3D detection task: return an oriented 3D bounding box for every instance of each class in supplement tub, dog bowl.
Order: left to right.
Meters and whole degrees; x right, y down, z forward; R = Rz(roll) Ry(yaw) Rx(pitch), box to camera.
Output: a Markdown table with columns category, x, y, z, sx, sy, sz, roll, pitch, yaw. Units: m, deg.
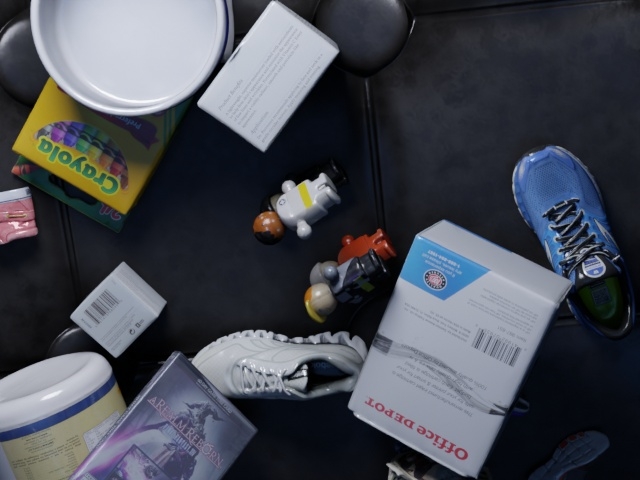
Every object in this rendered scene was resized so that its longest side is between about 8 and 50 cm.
| category | x | y | z | sx | sy | sz | roll | pitch | yaw |
| --- | --- | --- | --- | --- | --- | --- | --- | --- | --- |
| supplement tub | -0.391 | 0.358 | 1.588 | 0.228 | 0.228 | 0.316 | -17 | 102 | 5 |
| dog bowl | -0.261 | -0.307 | 1.417 | 0.265 | 0.104 | 0.265 | 0 | 100 | 0 |

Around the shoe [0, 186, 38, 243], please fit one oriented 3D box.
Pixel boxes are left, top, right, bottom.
| category | x | y | z | sx | sy | sz | roll | pitch | yaw |
| --- | --- | --- | --- | --- | --- | --- | --- | --- | --- |
| shoe | -0.535 | -0.028 | 1.587 | 0.178 | 0.063 | 0.081 | -11 | 97 | 0 |

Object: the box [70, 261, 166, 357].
| category | x | y | z | sx | sy | sz | roll | pitch | yaw |
| --- | --- | --- | --- | --- | --- | --- | --- | --- | --- |
| box | -0.318 | 0.109 | 1.601 | 0.102 | 0.087 | 0.101 | 44 | 100 | -9 |

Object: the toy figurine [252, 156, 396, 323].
| category | x | y | z | sx | sy | sz | roll | pitch | yaw |
| --- | --- | --- | --- | --- | --- | --- | --- | --- | --- |
| toy figurine | 0.000 | 0.000 | 1.508 | 0.148 | 0.209 | 0.213 | -32 | 99 | 14 |

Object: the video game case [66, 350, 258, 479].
| category | x | y | z | sx | sy | sz | roll | pitch | yaw |
| --- | --- | --- | --- | --- | --- | --- | --- | --- | --- |
| video game case | -0.240 | 0.335 | 1.537 | 0.196 | 0.026 | 0.274 | 50 | 65 | -24 |

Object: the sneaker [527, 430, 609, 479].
| category | x | y | z | sx | sy | sz | roll | pitch | yaw |
| --- | --- | --- | --- | --- | --- | --- | --- | --- | --- |
| sneaker | 0.414 | 0.375 | 1.669 | 0.158 | 0.061 | 0.065 | -39 | 126 | 10 |

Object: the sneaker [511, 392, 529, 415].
| category | x | y | z | sx | sy | sz | roll | pitch | yaw |
| --- | --- | --- | --- | --- | --- | --- | --- | --- | --- |
| sneaker | 0.253 | 0.268 | 1.646 | 0.170 | 0.068 | 0.071 | 2 | 118 | 10 |

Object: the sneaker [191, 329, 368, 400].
| category | x | y | z | sx | sy | sz | roll | pitch | yaw |
| --- | --- | --- | --- | --- | --- | --- | --- | --- | --- |
| sneaker | -0.069 | 0.205 | 1.603 | 0.292 | 0.118 | 0.110 | -6 | 104 | 4 |

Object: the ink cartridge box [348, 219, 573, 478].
| category | x | y | z | sx | sy | sz | roll | pitch | yaw |
| --- | --- | --- | --- | --- | --- | --- | --- | --- | --- |
| ink cartridge box | 0.205 | 0.159 | 1.507 | 0.223 | 0.129 | 0.307 | 27 | 113 | 17 |

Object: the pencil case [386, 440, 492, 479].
| category | x | y | z | sx | sy | sz | roll | pitch | yaw |
| --- | --- | --- | --- | --- | --- | --- | --- | --- | --- |
| pencil case | 0.136 | 0.537 | 1.648 | 0.183 | 0.160 | 0.410 | 12 | 103 | -18 |

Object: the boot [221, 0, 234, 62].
| category | x | y | z | sx | sy | sz | roll | pitch | yaw |
| --- | --- | --- | --- | --- | --- | --- | --- | --- | --- |
| boot | -0.180 | -0.359 | 1.509 | 0.086 | 0.069 | 0.190 | -2 | 95 | 9 |

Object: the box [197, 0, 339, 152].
| category | x | y | z | sx | sy | sz | roll | pitch | yaw |
| --- | --- | --- | --- | --- | --- | --- | --- | --- | --- |
| box | -0.072 | -0.242 | 1.468 | 0.119 | 0.182 | 0.181 | 36 | 101 | -8 |

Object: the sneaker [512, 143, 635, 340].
| category | x | y | z | sx | sy | sz | roll | pitch | yaw |
| --- | --- | --- | --- | --- | --- | --- | --- | --- | --- |
| sneaker | 0.399 | 0.005 | 1.530 | 0.130 | 0.147 | 0.330 | -28 | 100 | 7 |

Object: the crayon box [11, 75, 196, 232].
| category | x | y | z | sx | sy | sz | roll | pitch | yaw |
| --- | --- | --- | --- | --- | --- | --- | --- | --- | --- |
| crayon box | -0.323 | -0.183 | 1.539 | 0.202 | 0.081 | 0.318 | 29 | 102 | -5 |
